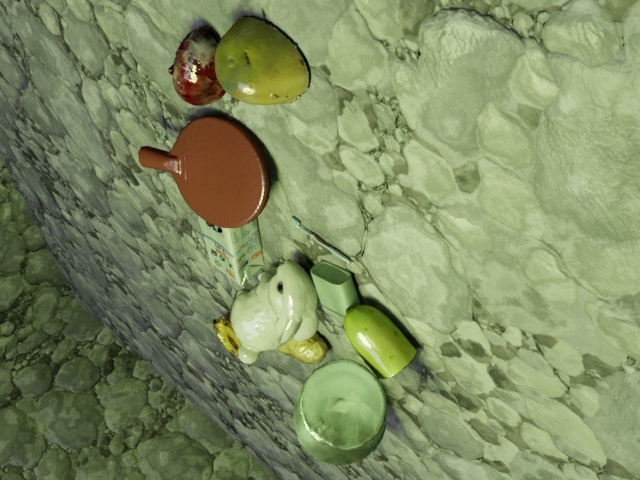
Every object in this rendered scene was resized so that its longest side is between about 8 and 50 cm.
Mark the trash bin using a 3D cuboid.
[{"bbox_3d":[0.040,0.126,1.818,0.116,0.059,0.130,22,142,42],"label":"trash bin"}]

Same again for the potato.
[{"bbox_3d":[-0.130,-0.319,1.419,0.202,0.117,0.182,38,148,21],"label":"potato"}]

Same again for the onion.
[{"bbox_3d":[-0.260,-0.350,1.583,0.151,0.098,0.206,41,152,17],"label":"onion"}]

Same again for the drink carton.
[{"bbox_3d":[-0.239,-0.025,1.980,0.130,0.106,0.315,35,152,27],"label":"drink carton"}]

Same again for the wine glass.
[{"bbox_3d":[0.048,0.431,1.882,0.267,0.267,0.406,41,168,13],"label":"wine glass"}]

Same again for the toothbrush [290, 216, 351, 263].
[{"bbox_3d":[0.000,0.000,1.758,0.193,0.013,0.019,37,143,22],"label":"toothbrush"}]

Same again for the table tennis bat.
[{"bbox_3d":[-0.284,-0.171,1.785,0.414,0.051,0.268,14,114,34],"label":"table tennis bat"}]

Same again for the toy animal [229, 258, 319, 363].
[{"bbox_3d":[-0.115,0.187,1.967,0.357,0.194,0.258,150,124,-62],"label":"toy animal"}]

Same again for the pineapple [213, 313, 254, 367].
[{"bbox_3d":[-0.281,0.334,2.547,0.225,0.076,0.225,37,150,26],"label":"pineapple"}]

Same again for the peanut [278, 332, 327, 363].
[{"bbox_3d":[-0.071,0.292,2.164,0.229,0.098,0.103,16,98,45],"label":"peanut"}]

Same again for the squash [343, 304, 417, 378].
[{"bbox_3d":[0.129,0.227,1.763,0.187,0.123,0.123,51,153,-1],"label":"squash"}]
